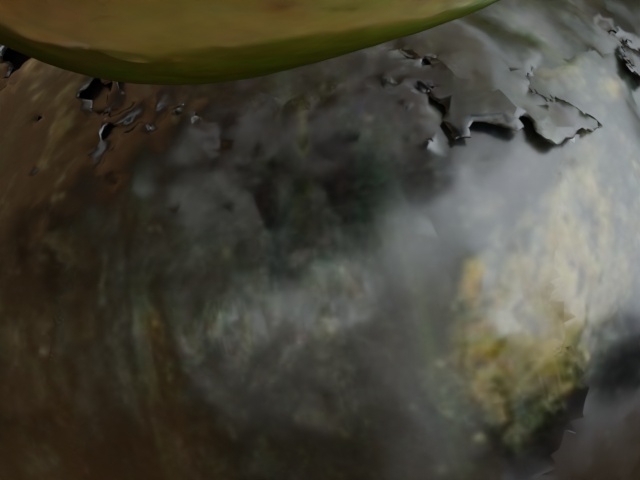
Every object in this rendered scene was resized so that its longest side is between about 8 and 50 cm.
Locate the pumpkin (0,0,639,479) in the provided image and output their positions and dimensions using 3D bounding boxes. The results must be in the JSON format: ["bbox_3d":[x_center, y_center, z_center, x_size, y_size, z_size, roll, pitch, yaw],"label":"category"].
[{"bbox_3d":[0.000,0.000,0.952,0.454,0.454,0.344,-36,130,-45],"label":"pumpkin"}]

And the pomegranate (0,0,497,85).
[{"bbox_3d":[-0.017,-0.186,0.527,0.358,0.216,0.310,1,78,-40],"label":"pomegranate"}]
